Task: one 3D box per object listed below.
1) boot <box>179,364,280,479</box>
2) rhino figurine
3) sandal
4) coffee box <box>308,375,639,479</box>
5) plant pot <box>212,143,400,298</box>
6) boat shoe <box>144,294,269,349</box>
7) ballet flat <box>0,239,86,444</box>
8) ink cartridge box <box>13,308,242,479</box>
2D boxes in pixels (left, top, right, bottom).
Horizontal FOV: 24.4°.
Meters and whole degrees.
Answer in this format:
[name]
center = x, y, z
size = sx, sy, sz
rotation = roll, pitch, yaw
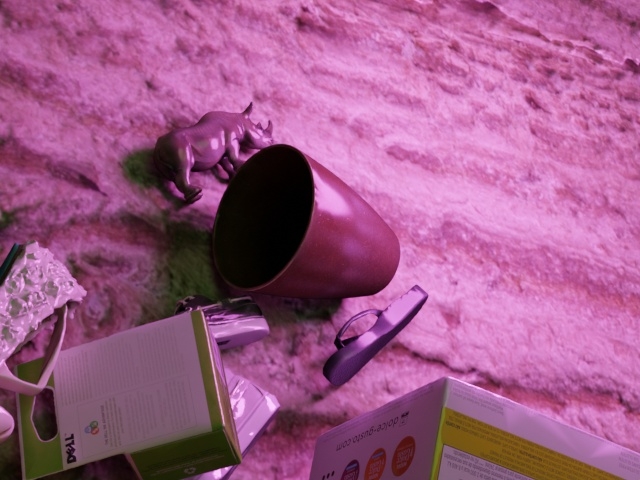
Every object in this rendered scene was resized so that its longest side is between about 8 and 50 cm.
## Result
[boot]
center = -0.166, 0.265, 1.933
size = 0.123, 0.095, 0.258
rotation = 34, 44, 7
[rhino figurine]
center = -0.150, -0.140, 2.203
size = 0.243, 0.073, 0.106
rotation = -31, 84, -43
[sandal]
center = 0.069, 0.134, 2.163
size = 0.054, 0.097, 0.254
rotation = 40, 37, 11
[coffee box]
center = 0.184, 0.413, 1.856
size = 0.338, 0.337, 0.334
rotation = 23, 61, -19
[plant pot]
center = 0.000, 0.000, 2.141
size = 0.230, 0.215, 0.215
rotation = 22, 50, -39
[boat shoe]
center = -0.171, 0.114, 2.027
size = 0.219, 0.078, 0.070
rotation = -4, 64, -44
[ballet flat]
center = -0.402, 0.164, 1.792
size = 0.147, 0.147, 0.409
rotation = 35, 49, -9
[ink cartridge box]
center = -0.246, 0.215, 1.871
size = 0.255, 0.097, 0.189
rotation = -16, 50, 1
